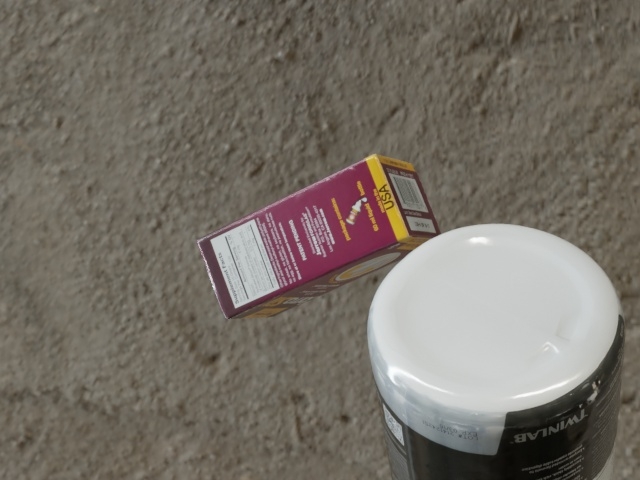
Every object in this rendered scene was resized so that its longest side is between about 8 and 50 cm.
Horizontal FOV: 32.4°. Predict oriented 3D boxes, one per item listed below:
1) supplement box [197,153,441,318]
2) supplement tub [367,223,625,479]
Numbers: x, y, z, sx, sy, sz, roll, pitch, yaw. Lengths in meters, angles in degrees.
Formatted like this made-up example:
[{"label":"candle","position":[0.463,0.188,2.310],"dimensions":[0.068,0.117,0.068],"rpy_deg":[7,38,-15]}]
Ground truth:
[{"label":"supplement box","position":[0.000,0.000,0.994],"dimensions":[0.188,0.104,0.081],"rpy_deg":[-25,79,21]},{"label":"supplement tub","position":[0.148,0.155,0.919],"dimensions":[0.193,0.194,0.316],"rpy_deg":[3,137,13]}]
